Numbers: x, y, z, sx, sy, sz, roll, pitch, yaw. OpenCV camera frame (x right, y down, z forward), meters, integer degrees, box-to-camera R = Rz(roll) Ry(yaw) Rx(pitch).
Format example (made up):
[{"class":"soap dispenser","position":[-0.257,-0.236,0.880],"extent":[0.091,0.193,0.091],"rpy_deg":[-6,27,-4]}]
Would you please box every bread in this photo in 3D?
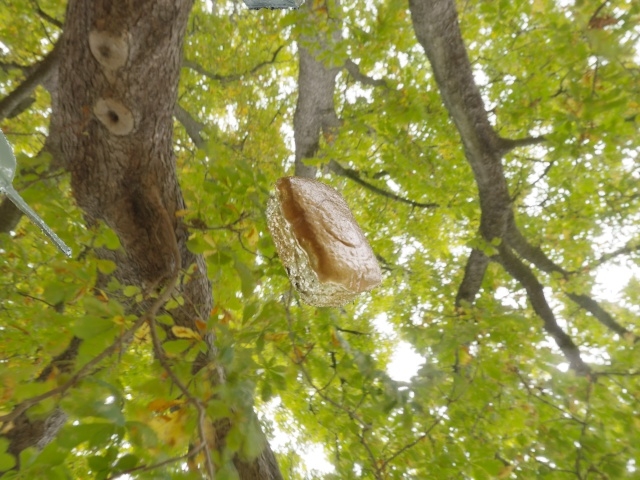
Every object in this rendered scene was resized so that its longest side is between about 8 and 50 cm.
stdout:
[{"class":"bread","position":[0.000,0.000,0.845],"extent":[0.174,0.121,0.245],"rpy_deg":[18,-138,-48]}]

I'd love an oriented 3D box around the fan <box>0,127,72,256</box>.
[{"class":"fan","position":[-0.230,-0.055,0.324],"extent":[0.005,0.113,0.175],"rpy_deg":[-31,-64,5]}]

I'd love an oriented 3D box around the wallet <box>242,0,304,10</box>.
[{"class":"wallet","position":[-0.132,-0.540,0.957],"extent":[0.036,0.222,0.167],"rpy_deg":[-46,-49,-13]}]
